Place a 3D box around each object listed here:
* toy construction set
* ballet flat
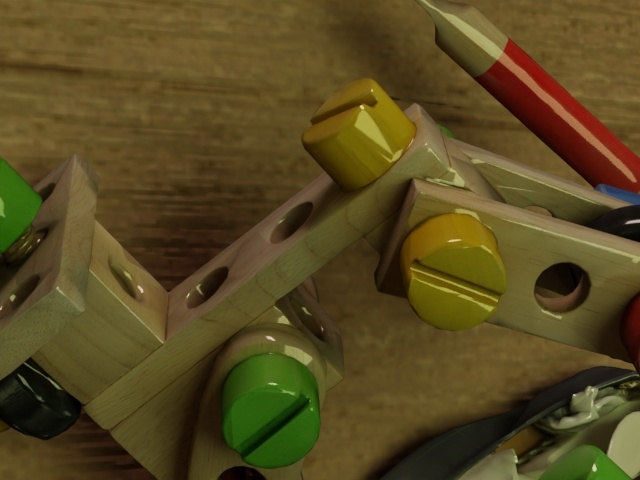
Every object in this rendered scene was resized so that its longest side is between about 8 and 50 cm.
[{"bbox_3d":[0.000,0.000,0.743,0.237,0.257,0.309,42,42,-15],"label":"toy construction set"},{"bbox_3d":[0.091,0.109,0.877,0.203,0.074,0.074,-26,103,-36],"label":"ballet flat"}]
